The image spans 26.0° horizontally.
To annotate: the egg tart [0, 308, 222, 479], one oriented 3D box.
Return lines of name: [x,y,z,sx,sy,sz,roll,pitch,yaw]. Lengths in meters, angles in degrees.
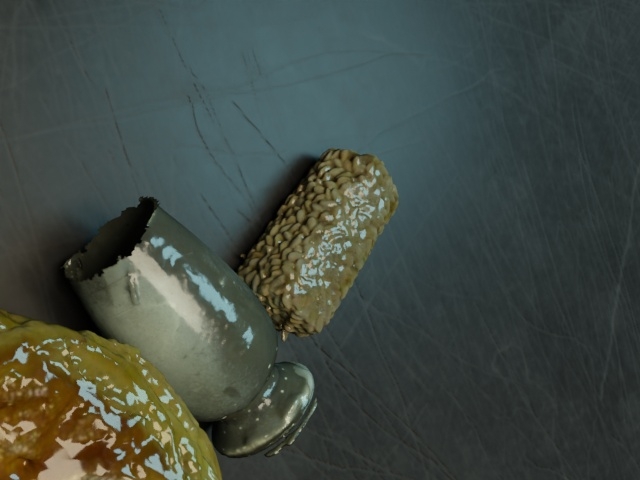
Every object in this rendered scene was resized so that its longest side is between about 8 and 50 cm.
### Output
egg tart: [-0.249,0.196,0.910,0.339,0.153,0.351,41,66,-26]

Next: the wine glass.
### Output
wine glass: [-0.097,0.069,1.049,0.204,0.111,0.111,49,62,-25]

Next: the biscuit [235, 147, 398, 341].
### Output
biscuit: [0.000,0.000,1.152,0.168,0.070,0.082,-55,125,-27]
